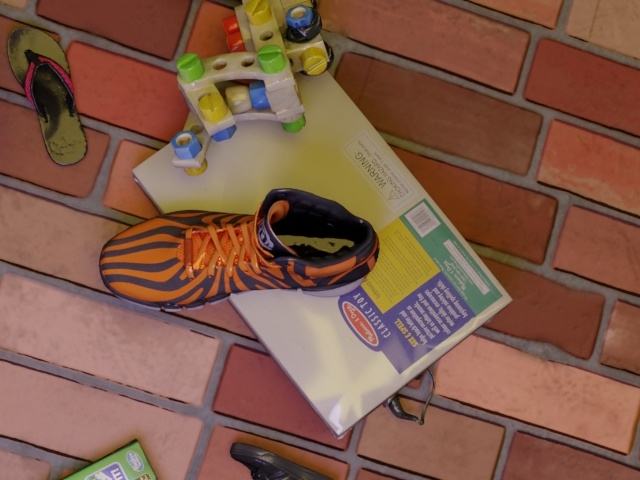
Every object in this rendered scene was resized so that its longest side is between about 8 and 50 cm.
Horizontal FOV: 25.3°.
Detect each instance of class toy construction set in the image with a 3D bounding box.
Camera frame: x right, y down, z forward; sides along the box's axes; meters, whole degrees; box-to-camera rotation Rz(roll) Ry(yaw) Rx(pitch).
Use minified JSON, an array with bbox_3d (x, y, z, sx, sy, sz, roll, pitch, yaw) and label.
[{"bbox_3d":[-0.105,-0.245,1.703,0.215,0.151,0.328,-19,63,3],"label":"toy construction set"}]

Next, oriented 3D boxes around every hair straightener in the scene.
[{"bbox_3d":[0.087,0.117,1.759,0.089,0.047,0.230,-23,83,-12],"label":"hair straightener"}]

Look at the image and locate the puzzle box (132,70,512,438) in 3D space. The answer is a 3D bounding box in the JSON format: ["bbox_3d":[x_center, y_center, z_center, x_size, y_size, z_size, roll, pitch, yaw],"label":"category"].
[{"bbox_3d":[0.000,0.000,1.721,0.272,0.052,0.409,-36,80,-12],"label":"puzzle box"}]

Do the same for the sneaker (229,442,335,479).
[{"bbox_3d":[-0.042,0.312,1.717,0.170,0.051,0.089,24,76,-10],"label":"sneaker"}]

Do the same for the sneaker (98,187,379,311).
[{"bbox_3d":[-0.092,-0.002,1.596,0.321,0.180,0.125,-6,76,-5],"label":"sneaker"}]

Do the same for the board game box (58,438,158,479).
[{"bbox_3d":[-0.240,0.424,1.675,0.213,0.046,0.317,-27,89,-12],"label":"board game box"}]

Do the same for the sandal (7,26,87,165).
[{"bbox_3d":[-0.326,-0.179,1.725,0.067,0.040,0.179,-21,88,-11],"label":"sandal"}]
